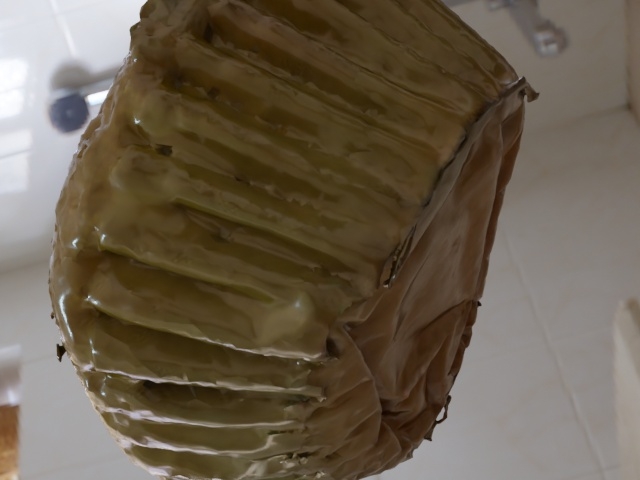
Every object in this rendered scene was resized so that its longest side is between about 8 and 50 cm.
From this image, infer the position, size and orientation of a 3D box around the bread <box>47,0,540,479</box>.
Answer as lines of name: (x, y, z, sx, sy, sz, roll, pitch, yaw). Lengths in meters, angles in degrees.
bread: (-0.003, 0.000, 0.485, 0.240, 0.139, 0.240, -50, -27, -37)
